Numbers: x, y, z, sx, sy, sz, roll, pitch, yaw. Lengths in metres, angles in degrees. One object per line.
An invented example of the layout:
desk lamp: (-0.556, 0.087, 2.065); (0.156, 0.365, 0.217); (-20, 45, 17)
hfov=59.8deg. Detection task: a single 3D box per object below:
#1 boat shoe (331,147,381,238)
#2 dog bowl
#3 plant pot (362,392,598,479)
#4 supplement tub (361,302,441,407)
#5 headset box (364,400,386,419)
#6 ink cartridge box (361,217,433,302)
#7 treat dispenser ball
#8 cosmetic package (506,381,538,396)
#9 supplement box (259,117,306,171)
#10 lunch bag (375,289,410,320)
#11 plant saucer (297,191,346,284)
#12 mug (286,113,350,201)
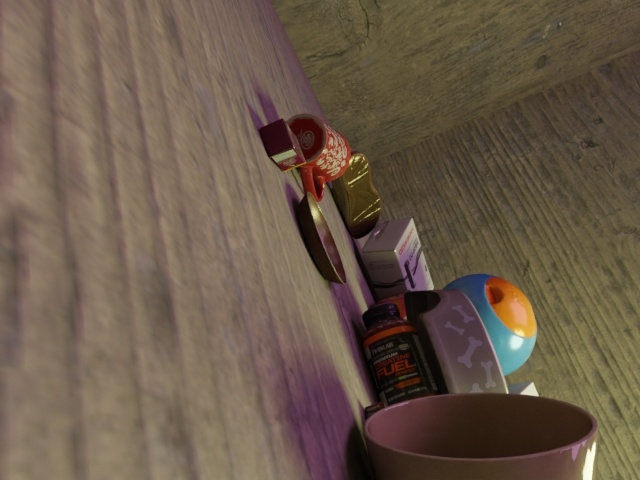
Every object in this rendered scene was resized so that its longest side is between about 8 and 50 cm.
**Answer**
boat shoe: (0.097, -0.147, 1.662); (0.110, 0.122, 0.341); (45, -22, 40)
dog bowl: (0.257, 0.250, 1.054); (0.349, 0.102, 0.348); (-16, 90, -90)
plant pot: (0.190, 0.339, 0.631); (0.256, 0.257, 0.274); (9, 75, -81)
supplement tub: (0.137, 0.215, 1.000); (0.106, 0.106, 0.197); (54, 16, -61)
headset box: (0.090, 0.274, 0.783); (0.083, 0.032, 0.062); (-92, 159, -64)
ink cartridge box: (0.242, 0.093, 1.713); (0.197, 0.114, 0.272); (-54, 129, -49)
treat dispenser ball: (0.440, 0.236, 1.528); (0.288, 0.288, 0.288); (-22, 90, -82)
cosmetic package: (0.411, 0.531, 1.253); (0.377, 0.097, 0.284); (-19, 85, -42)
supplement box: (-0.059, -0.151, 0.892); (0.083, 0.043, 0.055); (42, 27, -75)
lunch bag: (0.239, 0.269, 1.488); (0.293, 0.120, 0.258); (23, 46, -80)
plant saucer: (0.000, 0.000, 0.938); (0.168, 0.029, 0.168); (-21, 90, -81)
mug: (-0.005, -0.163, 1.067); (0.150, 0.113, 0.169); (67, 11, 7)
